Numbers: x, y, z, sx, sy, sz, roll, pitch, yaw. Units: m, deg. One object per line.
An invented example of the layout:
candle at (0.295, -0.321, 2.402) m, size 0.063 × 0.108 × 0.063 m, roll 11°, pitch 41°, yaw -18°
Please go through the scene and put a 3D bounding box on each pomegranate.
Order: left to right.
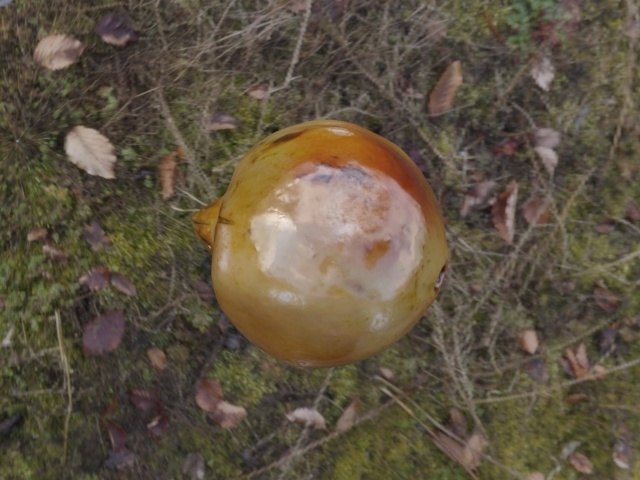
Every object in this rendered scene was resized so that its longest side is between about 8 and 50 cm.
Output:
pomegranate at (0.006, 0.003, 0.730) m, size 0.209 × 0.209 × 0.209 m, roll -2°, pitch 97°, yaw -19°
